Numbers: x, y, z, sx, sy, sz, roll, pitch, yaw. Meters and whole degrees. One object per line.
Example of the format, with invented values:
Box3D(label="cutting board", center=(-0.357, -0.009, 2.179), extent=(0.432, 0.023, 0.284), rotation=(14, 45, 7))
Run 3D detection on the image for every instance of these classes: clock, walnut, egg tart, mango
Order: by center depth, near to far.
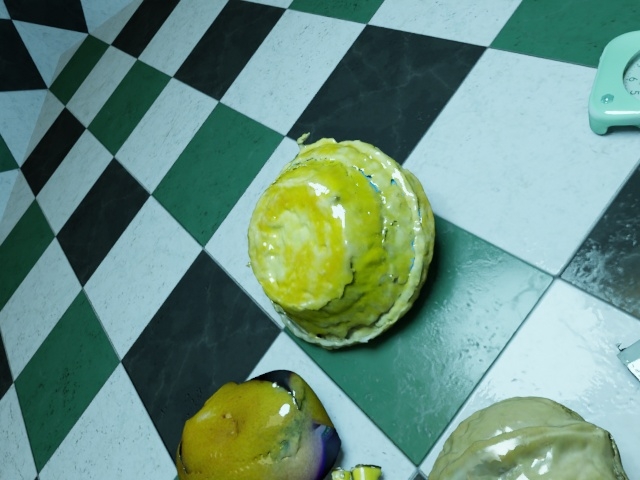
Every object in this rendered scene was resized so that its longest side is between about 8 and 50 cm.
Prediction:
Box3D(label="walnut", center=(0.229, 0.291, 0.487), extent=(0.245, 0.198, 0.198), rotation=(-49, 50, 16))
Box3D(label="clock", center=(0.520, -0.229, 0.625), extent=(0.210, 0.066, 0.160), rotation=(16, 77, 37))
Box3D(label="mango", center=(-0.110, 0.333, 0.707), extent=(0.287, 0.153, 0.201), rotation=(-20, 43, 25))
Box3D(label="egg tart", center=(0.000, 0.000, 0.746), extent=(0.387, 0.169, 0.389), rotation=(-1, 89, 37))

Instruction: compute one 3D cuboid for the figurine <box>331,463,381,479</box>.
Box3D(label="figurine", center=(0.050, 0.447, 0.566), extent=(0.162, 0.143, 0.264), rotation=(-17, 48, 19))

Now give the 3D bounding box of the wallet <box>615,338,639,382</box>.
Box3D(label="wallet", center=(0.486, 0.130, 0.473), extent=(0.231, 0.069, 0.170), rotation=(-42, 47, 17))
